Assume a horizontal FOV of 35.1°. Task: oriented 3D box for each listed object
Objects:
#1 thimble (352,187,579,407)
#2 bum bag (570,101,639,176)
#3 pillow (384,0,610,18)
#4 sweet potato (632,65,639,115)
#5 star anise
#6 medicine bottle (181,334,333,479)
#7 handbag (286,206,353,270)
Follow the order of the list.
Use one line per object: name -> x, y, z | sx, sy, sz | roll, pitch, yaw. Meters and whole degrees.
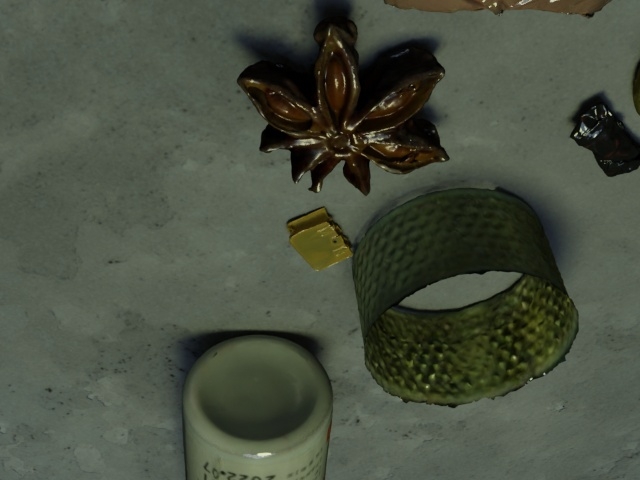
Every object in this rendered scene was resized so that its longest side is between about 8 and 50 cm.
thimble -> 0.174, 0.072, 1.268 | 0.270, 0.150, 0.271 | -5, 137, -4
bum bag -> 0.336, -0.113, 1.177 | 0.058, 0.034, 0.124 | -37, 127, 19
pillow -> 0.186, -0.283, 0.989 | 0.248, 0.049, 0.135 | 0, 135, -7
sweet potato -> 0.364, -0.196, 1.093 | 0.041, 0.038, 0.153 | -21, 135, -14
star anise -> 0.029, -0.150, 1.091 | 0.214, 0.099, 0.220 | -25, 128, 3
medicine bottle -> -0.094, 0.327, 1.484 | 0.211, 0.211, 0.371 | 1, 135, -3
handbag -> 0.000, 0.000, 1.286 | 0.061, 0.027, 0.083 | -24, 136, 16
